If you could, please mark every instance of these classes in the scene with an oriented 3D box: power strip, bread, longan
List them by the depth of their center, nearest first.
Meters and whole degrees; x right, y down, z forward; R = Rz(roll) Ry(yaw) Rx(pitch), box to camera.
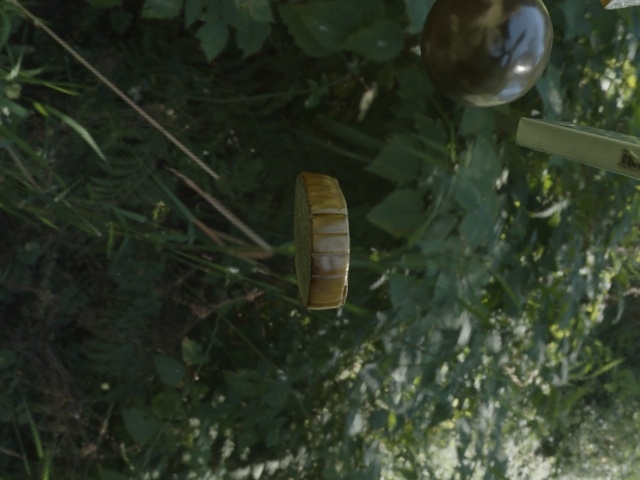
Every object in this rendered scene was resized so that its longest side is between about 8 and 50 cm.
[{"bbox_3d":[0.392,-0.109,0.928,0.106,0.367,0.043,0,108,-28],"label":"power strip"},{"bbox_3d":[0.000,0.000,1.235,0.236,0.070,0.236,179,-90,-82],"label":"bread"},{"bbox_3d":[0.308,-0.371,1.361,0.258,0.258,0.258,-55,157,-36],"label":"longan"}]

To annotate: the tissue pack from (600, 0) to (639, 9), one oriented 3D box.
[{"bbox_3d":[0.395,-0.411,0.913,0.183,0.226,0.092,-14,161,-22],"label":"tissue pack"}]
